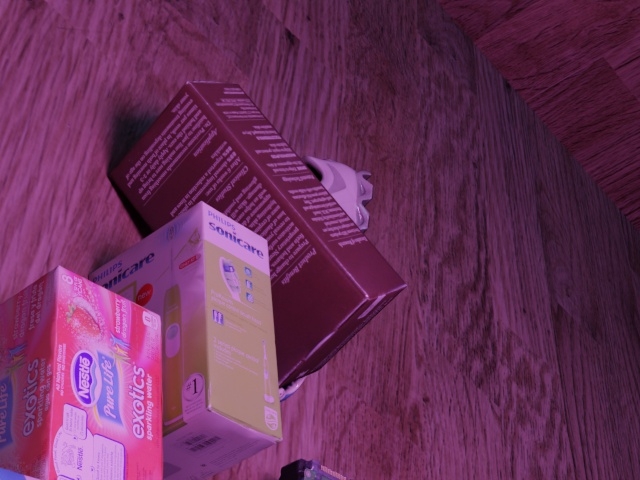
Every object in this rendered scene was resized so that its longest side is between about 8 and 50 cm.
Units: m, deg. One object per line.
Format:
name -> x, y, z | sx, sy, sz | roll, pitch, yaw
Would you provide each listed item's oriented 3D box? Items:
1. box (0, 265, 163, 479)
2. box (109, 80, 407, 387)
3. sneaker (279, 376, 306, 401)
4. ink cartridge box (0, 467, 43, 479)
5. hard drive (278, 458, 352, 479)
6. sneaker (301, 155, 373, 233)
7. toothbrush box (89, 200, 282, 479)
box -> -0.265, 0.201, 1.209 | 0.154, 0.142, 0.300 | 33, 38, -41
box -> -0.086, -0.015, 1.561 | 0.381, 0.191, 0.143 | 52, 25, 15
sneaker -> -0.097, 0.190, 1.553 | 0.237, 0.086, 0.085 | -16, 79, -60
ink cartridge box -> -0.216, 0.347, 0.984 | 0.270, 0.197, 0.198 | 29, 10, -42
hard drive -> 0.032, 0.470, 1.463 | 0.237, 0.064, 0.339 | 32, 46, -30
sneaker -> 0.000, 0.000, 1.881 | 0.146, 0.122, 0.330 | 22, 44, -24
toothbrush box -> -0.166, 0.131, 1.370 | 0.122, 0.206, 0.283 | 33, 39, -39
